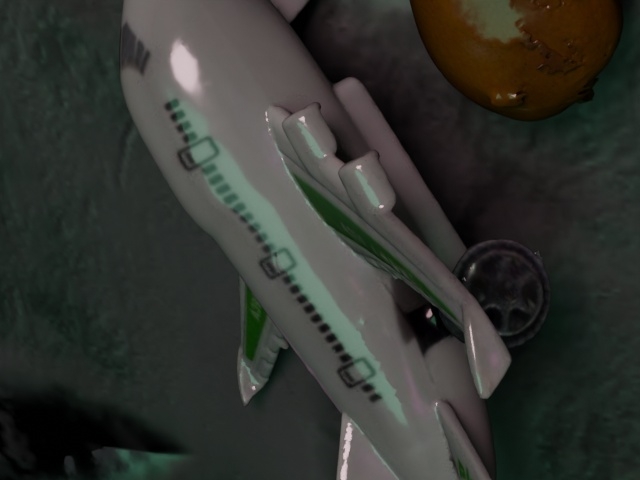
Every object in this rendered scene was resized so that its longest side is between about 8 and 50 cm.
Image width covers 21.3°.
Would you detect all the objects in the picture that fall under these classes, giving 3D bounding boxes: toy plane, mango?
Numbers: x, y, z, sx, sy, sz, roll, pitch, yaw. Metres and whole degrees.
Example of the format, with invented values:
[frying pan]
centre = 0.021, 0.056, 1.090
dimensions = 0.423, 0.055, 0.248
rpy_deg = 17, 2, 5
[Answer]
[toy plane]
centre = 0.004, -0.002, 0.627
dimensions = 0.255, 0.101, 0.251
rpy_deg = 65, 160, -2
[mango]
centre = 0.059, -0.098, 0.575
dimensions = 0.077, 0.063, 0.127
rpy_deg = -4, 116, 35
